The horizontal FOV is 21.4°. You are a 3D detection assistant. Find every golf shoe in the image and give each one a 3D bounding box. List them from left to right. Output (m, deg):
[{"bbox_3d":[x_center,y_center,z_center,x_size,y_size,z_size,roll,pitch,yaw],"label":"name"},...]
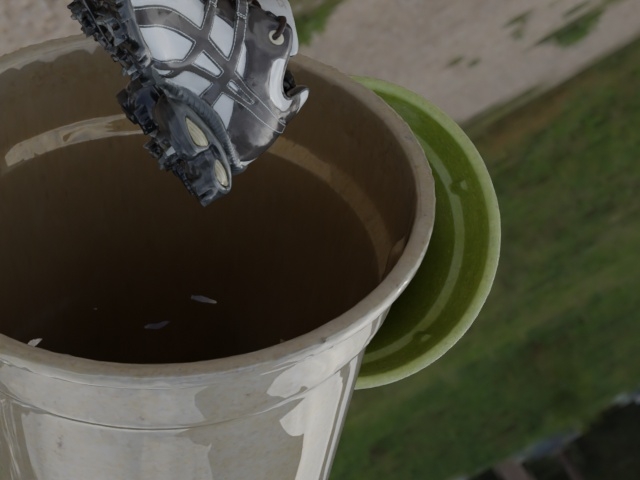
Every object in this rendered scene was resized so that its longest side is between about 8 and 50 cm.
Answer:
[{"bbox_3d":[-0.064,-0.108,0.805,0.094,0.077,0.198,-36,145,-9],"label":"golf shoe"}]

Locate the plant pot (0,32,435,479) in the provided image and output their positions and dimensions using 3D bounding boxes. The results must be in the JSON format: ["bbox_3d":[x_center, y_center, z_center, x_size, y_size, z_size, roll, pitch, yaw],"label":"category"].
[{"bbox_3d":[-0.106,0.079,1.105,0.334,0.334,0.305,-27,140,-32],"label":"plant pot"}]

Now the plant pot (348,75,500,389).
[{"bbox_3d":[0.000,0.000,1.600,0.276,0.276,0.254,-29,-177,-13],"label":"plant pot"}]
